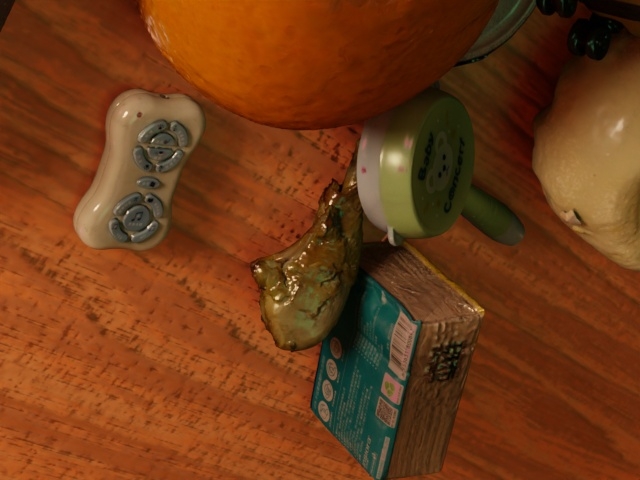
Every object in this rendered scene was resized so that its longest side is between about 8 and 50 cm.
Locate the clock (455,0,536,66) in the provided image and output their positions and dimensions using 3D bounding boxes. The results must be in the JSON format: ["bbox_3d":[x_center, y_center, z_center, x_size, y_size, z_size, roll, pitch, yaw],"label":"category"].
[{"bbox_3d":[0.096,-0.204,1.088,0.229,0.063,0.156,-22,133,-24],"label":"clock"}]

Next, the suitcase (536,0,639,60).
[{"bbox_3d":[0.279,-0.240,1.069,0.143,0.194,0.235,37,75,-51],"label":"suitcase"}]

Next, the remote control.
[{"bbox_3d":[-0.126,-0.047,1.059,0.074,0.032,0.122,2,119,-37],"label":"remote control"}]

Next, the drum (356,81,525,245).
[{"bbox_3d":[0.108,-0.060,1.209,0.253,0.049,0.130,0,97,-59],"label":"drum"}]

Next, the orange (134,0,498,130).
[{"bbox_3d":[0.011,-0.224,0.944,0.274,0.274,0.310,10,90,-41],"label":"orange"}]

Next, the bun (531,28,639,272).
[{"bbox_3d":[0.294,-0.097,1.253,0.259,0.160,0.259,-15,142,-12],"label":"bun"}]

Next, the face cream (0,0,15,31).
[{"bbox_3d":[-0.214,-0.152,0.884,0.073,0.073,0.283,14,112,-42],"label":"face cream"}]

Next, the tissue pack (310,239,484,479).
[{"bbox_3d":[0.062,0.099,1.248,0.082,0.120,0.169,-10,125,-32],"label":"tissue pack"}]

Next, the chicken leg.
[{"bbox_3d":[0.000,0.000,1.172,0.093,0.070,0.178,23,99,-38],"label":"chicken leg"}]
